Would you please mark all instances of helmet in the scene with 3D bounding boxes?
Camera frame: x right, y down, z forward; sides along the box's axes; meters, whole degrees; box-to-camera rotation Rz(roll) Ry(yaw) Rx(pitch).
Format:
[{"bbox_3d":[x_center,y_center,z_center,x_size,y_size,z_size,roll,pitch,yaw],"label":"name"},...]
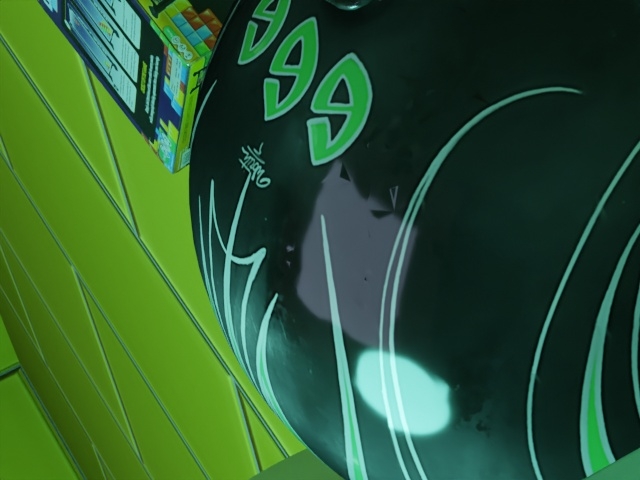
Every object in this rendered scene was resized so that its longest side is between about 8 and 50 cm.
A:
[{"bbox_3d":[0.055,-0.011,0.421,0.169,0.169,0.161,52,135,40],"label":"helmet"}]

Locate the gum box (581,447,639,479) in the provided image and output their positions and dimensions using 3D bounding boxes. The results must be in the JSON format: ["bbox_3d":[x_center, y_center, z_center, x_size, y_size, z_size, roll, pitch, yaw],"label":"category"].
[{"bbox_3d":[0.119,0.074,0.274,0.157,0.184,0.041,51,162,40],"label":"gum box"}]

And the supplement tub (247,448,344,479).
[{"bbox_3d":[0.064,0.211,0.723,0.272,0.191,0.191,66,166,-9],"label":"supplement tub"}]

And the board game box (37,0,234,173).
[{"bbox_3d":[-0.092,-0.121,0.959,0.141,0.048,0.170,53,166,7],"label":"board game box"}]
